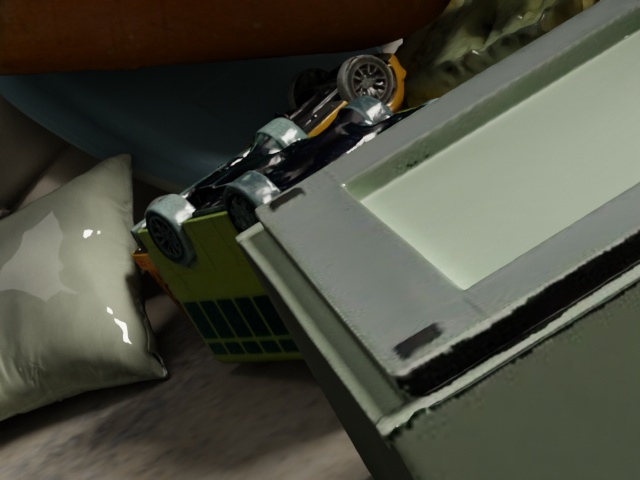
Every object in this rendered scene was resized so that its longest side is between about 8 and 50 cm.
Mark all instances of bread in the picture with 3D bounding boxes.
[{"bbox_3d":[0.112,-0.132,1.044,0.128,0.088,0.232,-28,23,34],"label":"bread"}]

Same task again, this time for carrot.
[{"bbox_3d":[-0.019,-0.198,0.968,0.331,0.214,0.193,-1,10,-2],"label":"carrot"}]

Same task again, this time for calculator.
[{"bbox_3d":[-0.085,-0.111,1.065,0.303,0.042,0.188,33,50,20],"label":"calculator"}]

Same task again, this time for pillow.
[{"bbox_3d":[-0.196,0.062,0.964,0.254,0.078,0.144,-25,48,9],"label":"pillow"}]

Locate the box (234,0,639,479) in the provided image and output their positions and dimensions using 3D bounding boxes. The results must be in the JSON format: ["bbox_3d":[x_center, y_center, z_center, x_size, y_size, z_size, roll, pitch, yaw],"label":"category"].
[{"bbox_3d":[0.109,0.006,0.576,0.225,0.117,0.225,-31,17,-5],"label":"box"}]

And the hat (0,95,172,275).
[{"bbox_3d":[-0.176,-0.041,1.106,0.275,0.161,0.232,-6,28,20],"label":"hat"}]

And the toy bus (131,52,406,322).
[{"bbox_3d":[-0.014,-0.027,0.936,0.162,0.074,0.069,-44,17,-21],"label":"toy bus"}]

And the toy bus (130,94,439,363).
[{"bbox_3d":[0.000,0.000,0.802,0.088,0.101,0.175,-35,13,-26],"label":"toy bus"}]
